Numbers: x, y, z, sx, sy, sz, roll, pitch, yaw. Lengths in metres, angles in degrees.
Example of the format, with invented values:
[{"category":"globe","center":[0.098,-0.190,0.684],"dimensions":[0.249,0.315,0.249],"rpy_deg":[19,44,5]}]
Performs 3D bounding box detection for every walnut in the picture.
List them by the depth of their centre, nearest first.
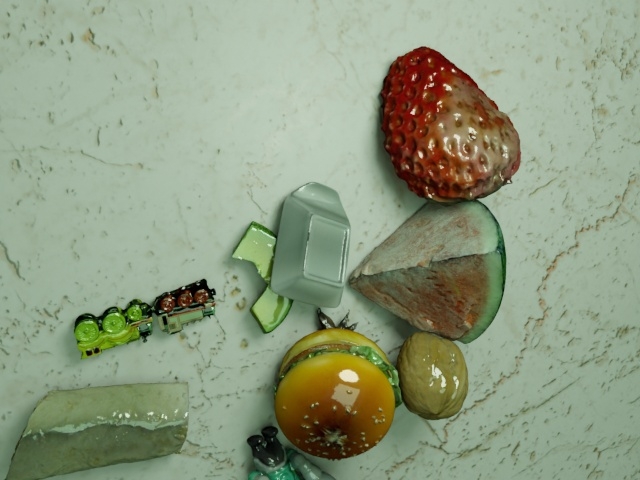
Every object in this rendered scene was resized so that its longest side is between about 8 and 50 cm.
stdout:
[{"category":"walnut","center":[0.214,0.262,0.982],"dimensions":[0.149,0.167,0.166],"rpy_deg":[-33,107,29]}]

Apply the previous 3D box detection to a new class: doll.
[{"category":"doll","center":[-0.066,0.501,0.959],"dimensions":[0.258,0.153,0.195],"rpy_deg":[47,63,-14]}]

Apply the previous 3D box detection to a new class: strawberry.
[{"category":"strawberry","center":[0.249,-0.238,0.984],"dimensions":[0.265,0.149,0.336],"rpy_deg":[-21,81,-17]}]

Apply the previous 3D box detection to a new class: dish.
[{"category":"dish","center":[0.000,0.000,0.959],"dimensions":[0.154,0.064,0.234],"rpy_deg":[17,69,-28]}]

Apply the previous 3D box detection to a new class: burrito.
[{"category":"burrito","center":[-0.376,0.325,0.873],"dimensions":[0.299,0.105,0.143],"rpy_deg":[-2,98,-20]}]

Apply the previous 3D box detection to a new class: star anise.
[{"category":"star anise","center":[0.046,0.200,1.023],"dimensions":[0.129,0.056,0.124],"rpy_deg":[13,87,-4]}]

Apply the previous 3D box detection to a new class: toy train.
[{"category":"toy train","center":[-0.307,0.138,0.911],"dimensions":[0.249,0.053,0.085],"rpy_deg":[-16,107,-17]}]

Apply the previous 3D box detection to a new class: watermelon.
[{"category":"watermelon","center":[0.237,0.049,1.057],"dimensions":[0.250,0.292,0.283],"rpy_deg":[-44,142,-53]}]

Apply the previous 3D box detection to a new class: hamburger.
[{"category":"hamburger","center":[0.031,0.293,0.936],"dimensions":[0.245,0.170,0.246],"rpy_deg":[1,115,2]}]

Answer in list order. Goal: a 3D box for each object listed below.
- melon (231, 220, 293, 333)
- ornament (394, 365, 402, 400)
[{"category":"melon","center":[-0.102,0.067,0.970],"dimensions":[0.118,0.064,0.210],"rpy_deg":[-26,99,-10]},{"category":"ornament","center":[0.183,0.301,1.073],"dimensions":[0.156,0.075,0.081],"rpy_deg":[-2,80,-17]}]
